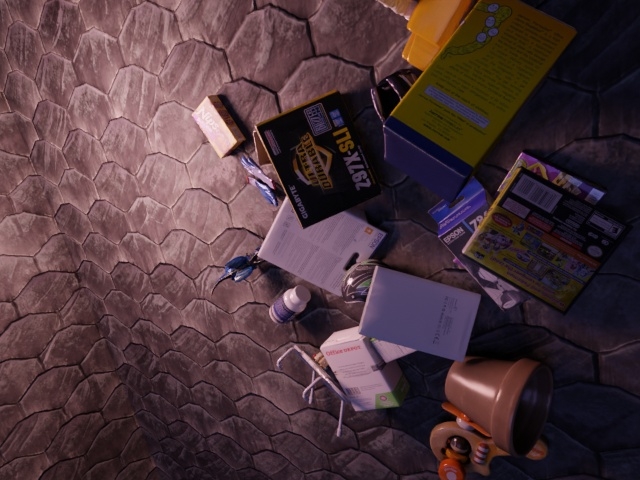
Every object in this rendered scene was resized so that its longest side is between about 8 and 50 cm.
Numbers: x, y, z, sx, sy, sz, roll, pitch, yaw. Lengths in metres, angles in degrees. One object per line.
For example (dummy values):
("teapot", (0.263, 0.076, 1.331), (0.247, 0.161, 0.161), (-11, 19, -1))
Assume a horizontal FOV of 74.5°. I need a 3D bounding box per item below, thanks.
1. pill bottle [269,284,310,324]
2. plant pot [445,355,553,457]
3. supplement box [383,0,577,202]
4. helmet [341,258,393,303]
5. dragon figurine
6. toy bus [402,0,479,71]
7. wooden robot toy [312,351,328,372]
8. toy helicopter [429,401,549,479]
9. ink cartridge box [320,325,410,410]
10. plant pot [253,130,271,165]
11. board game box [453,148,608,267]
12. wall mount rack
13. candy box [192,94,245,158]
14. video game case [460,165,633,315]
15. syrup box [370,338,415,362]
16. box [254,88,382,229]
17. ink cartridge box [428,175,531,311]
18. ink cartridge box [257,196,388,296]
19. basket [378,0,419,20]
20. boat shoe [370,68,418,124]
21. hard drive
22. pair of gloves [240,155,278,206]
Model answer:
("pill bottle", (-0.110, 0.238, 1.564), (0.094, 0.094, 0.169), (49, 128, 5))
("plant pot", (0.495, 0.436, 1.201), (0.229, 0.263, 0.262), (14, 119, 49))
("supplement box", (0.313, -0.291, 0.886), (0.195, 0.194, 0.356), (37, 87, 13))
("helmet", (0.151, 0.139, 1.307), (0.162, 0.169, 0.169), (34, 128, -9))
("dragon figurine", (-0.299, 0.105, 1.559), (0.085, 0.289, 0.144), (59, 166, 0))
("toy bus", (0.298, -0.542, 0.932), (0.108, 0.130, 0.332), (38, 126, 13))
("wooden robot toy", (0.022, 0.439, 1.582), (0.076, 0.079, 0.173), (43, 167, 17))
("toy helicopter", (0.527, 0.637, 1.344), (0.356, 0.140, 0.234), (-14, 94, 25))
("ink cartridge box", (0.155, 0.444, 1.474), (0.199, 0.115, 0.272), (-24, 98, 37))
("plant pot", (-0.133, -0.302, 1.334), (0.109, 0.096, 0.108), (4, 113, 32))
("board game box", (0.517, -0.031, 1.077), (0.208, 0.056, 0.346), (30, 124, 13))
("wall mount rack", (-0.013, 0.552, 1.562), (0.350, 0.130, 0.304), (30, 159, 53))
("candy box", (-0.353, -0.394, 1.462), (0.109, 0.053, 0.186), (-31, 94, 38))
("video game case", (0.515, 0.001, 0.983), (0.275, 0.035, 0.248), (31, 104, 8))
("syrup box", (0.285, 0.295, 1.339), (0.237, 0.093, 0.096), (-37, 88, 38))
("box", (-0.004, -0.228, 1.208), (0.258, 0.079, 0.321), (-24, 96, -3))
("ink cartridge box", (0.434, 0.012, 1.083), (0.332, 0.065, 0.165), (49, 128, 6))
("ink cartridge box", (0.000, 0.000, 1.381), (0.331, 0.071, 0.324), (27, 126, -7))
("basket", (0.106, -0.686, 0.875), (0.328, 0.331, 0.266), (42, 121, 10))
("boat shoe", (0.234, -0.266, 1.078), (0.127, 0.158, 0.340), (-24, 97, 38))
("hard drive", (0.283, 0.210, 1.210), (0.308, 0.040, 0.202), (15, 89, 0))
("pair of gloves", (-0.204, -0.198, 1.413), (0.159, 0.023, 0.198), (39, 161, 20))
